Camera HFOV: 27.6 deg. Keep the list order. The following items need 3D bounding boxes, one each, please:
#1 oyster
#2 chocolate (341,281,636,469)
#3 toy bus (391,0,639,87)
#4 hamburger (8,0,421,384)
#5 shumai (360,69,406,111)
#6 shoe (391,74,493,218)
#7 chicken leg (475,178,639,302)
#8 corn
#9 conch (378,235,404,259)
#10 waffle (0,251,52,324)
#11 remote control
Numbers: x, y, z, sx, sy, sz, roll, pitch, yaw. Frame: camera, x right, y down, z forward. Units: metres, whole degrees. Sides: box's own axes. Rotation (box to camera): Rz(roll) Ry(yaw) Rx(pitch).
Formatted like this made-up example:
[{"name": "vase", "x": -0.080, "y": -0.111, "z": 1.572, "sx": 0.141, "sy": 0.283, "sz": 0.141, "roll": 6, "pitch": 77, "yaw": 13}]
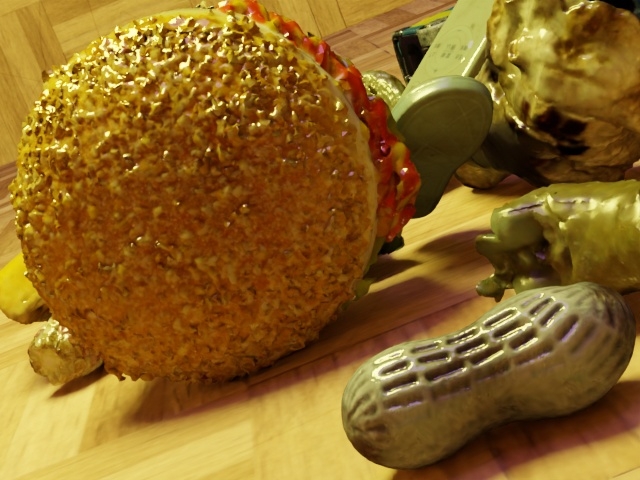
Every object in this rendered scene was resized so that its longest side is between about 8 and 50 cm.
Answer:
[{"name": "oyster", "x": 0.173, "y": -0.122, "z": 1.082, "sx": 0.133, "sy": 0.198, "sz": 0.337, "roll": -40, "pitch": 11, "yaw": -15}, {"name": "chocolate", "x": 0.091, "y": 0.072, "z": 0.697, "sx": 0.167, "sy": 0.072, "sz": 0.072, "roll": -21, "pitch": 13, "yaw": 3}, {"name": "toy bus", "x": 0.226, "y": -0.214, "z": 1.457, "sx": 0.175, "sy": 0.138, "sz": 0.287, "roll": -29, "pitch": 15, "yaw": -24}, {"name": "hamburger", "x": -0.087, "y": -0.037, "z": 0.968, "sx": 0.294, "sy": 0.276, "sz": 0.179, "roll": -38, "pitch": 1, "yaw": 5}, {"name": "shumai", "x": 0.075, "y": -0.124, "z": 1.435, "sx": 0.099, "sy": 0.124, "sz": 0.087, "roll": 21, "pitch": 16, "yaw": 33}, {"name": "shoe", "x": 0.081, "y": -0.088, "z": 1.042, "sx": 0.079, "sy": 0.078, "sz": 0.195, "roll": 3, "pitch": -30, "yaw": -9}, {"name": "chicken leg", "x": 0.233, "y": -0.020, "z": 0.685, "sx": 0.201, "sy": 0.153, "sz": 0.429, "roll": 4, "pitch": -11, "yaw": -33}, {"name": "corn", "x": -0.169, "y": 0.055, "z": 1.175, "sx": 0.079, "sy": 0.079, "sz": 0.237, "roll": -11, "pitch": 21, "yaw": 39}, {"name": "conch", "x": -0.002, "y": -0.004, "z": 1.152, "sx": 0.095, "sy": 0.079, "sz": 0.201, "roll": -42, "pitch": 24, "yaw": -3}, {"name": "waffle", "x": -0.204, "y": -0.005, "z": 1.254, "sx": 0.221, "sy": 0.055, "sz": 0.248, "roll": -39, "pitch": -1, "yaw": -5}, {"name": "remote control", "x": 0.128, "y": -0.161, "z": 1.290, "sx": 0.309, "sy": 0.038, "sz": 0.090, "roll": -58, "pitch": 33, "yaw": -7}]
